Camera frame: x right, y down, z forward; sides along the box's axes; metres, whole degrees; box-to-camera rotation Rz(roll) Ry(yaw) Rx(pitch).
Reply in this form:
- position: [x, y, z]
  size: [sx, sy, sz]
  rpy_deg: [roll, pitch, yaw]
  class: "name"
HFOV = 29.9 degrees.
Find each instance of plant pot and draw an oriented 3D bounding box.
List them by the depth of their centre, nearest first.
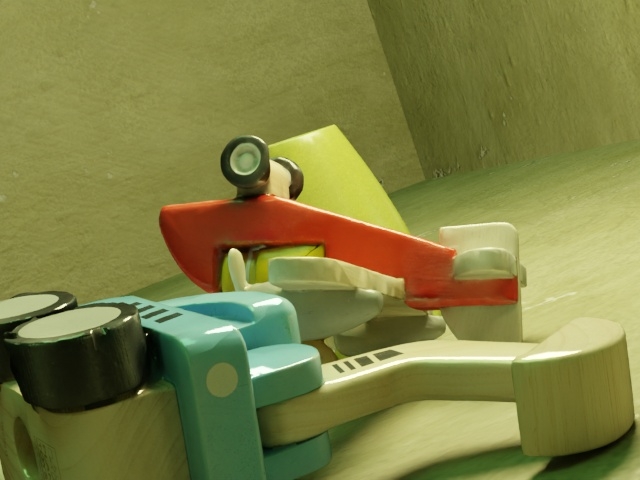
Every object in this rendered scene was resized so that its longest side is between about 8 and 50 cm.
- position: [0.000, 0.000, 1.656]
  size: [0.275, 0.293, 0.275]
  rpy_deg: [-19, 6, 2]
  class: "plant pot"

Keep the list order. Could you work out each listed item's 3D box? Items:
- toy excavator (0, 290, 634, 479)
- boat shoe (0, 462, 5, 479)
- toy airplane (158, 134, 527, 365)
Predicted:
- position: [-0.030, 0.129, 1.008]
  size: [0.445, 0.222, 0.433]
  rpy_deg: [-16, 11, -30]
  class: "toy excavator"
- position: [-0.353, 0.271, 1.194]
  size: [0.206, 0.075, 0.065]
  rpy_deg: [-25, -36, -13]
  class: "boat shoe"
- position: [0.037, 0.069, 1.310]
  size: [0.386, 0.272, 0.384]
  rpy_deg: [21, -3, -28]
  class: "toy airplane"
